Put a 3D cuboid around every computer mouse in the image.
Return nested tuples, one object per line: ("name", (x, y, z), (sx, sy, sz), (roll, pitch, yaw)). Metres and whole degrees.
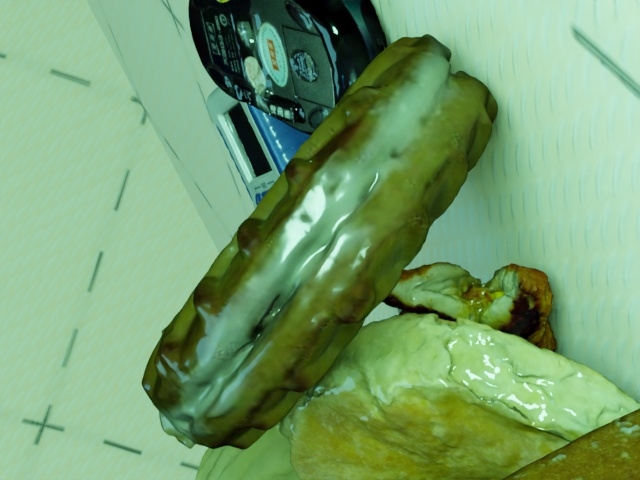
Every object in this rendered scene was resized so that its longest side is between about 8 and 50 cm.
("computer mouse", (-0.018, -0.171, 1.231), (0.233, 0.096, 0.137), (29, 133, 47))

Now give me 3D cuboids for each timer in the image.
("timer", (-0.048, -0.111, 1.662), (0.178, 0.078, 0.253), (65, 169, -4))

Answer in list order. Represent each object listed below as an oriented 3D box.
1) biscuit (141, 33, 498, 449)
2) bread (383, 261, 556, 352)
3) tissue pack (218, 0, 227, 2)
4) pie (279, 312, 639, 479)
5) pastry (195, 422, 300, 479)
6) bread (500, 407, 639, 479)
("biscuit", (0.000, 0.000, 1.032), (0.103, 0.332, 0.332), (36, 170, -2))
("bread", (0.114, 0.072, 1.162), (0.269, 0.139, 0.095), (83, -176, -60))
("tissue pack", (-0.061, -0.281, 1.121), (0.169, 0.120, 0.082), (62, 170, -4))
("pie", (0.120, 0.183, 1.109), (0.339, 0.083, 0.339), (20, 143, 16))
("pastry", (0.067, 0.280, 1.436), (0.388, 0.312, 0.388), (55, -177, -4))
("bread", (0.177, 0.196, 0.866), (0.110, 0.234, 0.184), (63, 172, -27))
